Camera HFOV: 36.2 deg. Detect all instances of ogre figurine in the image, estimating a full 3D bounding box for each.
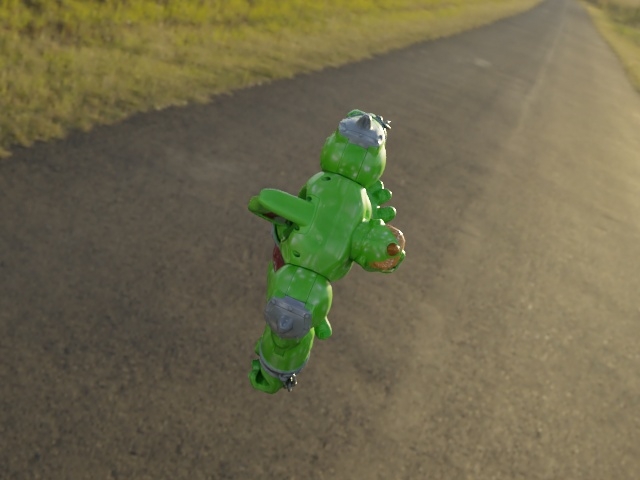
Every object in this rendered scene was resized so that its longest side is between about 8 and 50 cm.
[{"bbox_3d":[0.000,0.000,0.622,0.097,0.197,0.118,40,-8,4],"label":"ogre figurine"}]
